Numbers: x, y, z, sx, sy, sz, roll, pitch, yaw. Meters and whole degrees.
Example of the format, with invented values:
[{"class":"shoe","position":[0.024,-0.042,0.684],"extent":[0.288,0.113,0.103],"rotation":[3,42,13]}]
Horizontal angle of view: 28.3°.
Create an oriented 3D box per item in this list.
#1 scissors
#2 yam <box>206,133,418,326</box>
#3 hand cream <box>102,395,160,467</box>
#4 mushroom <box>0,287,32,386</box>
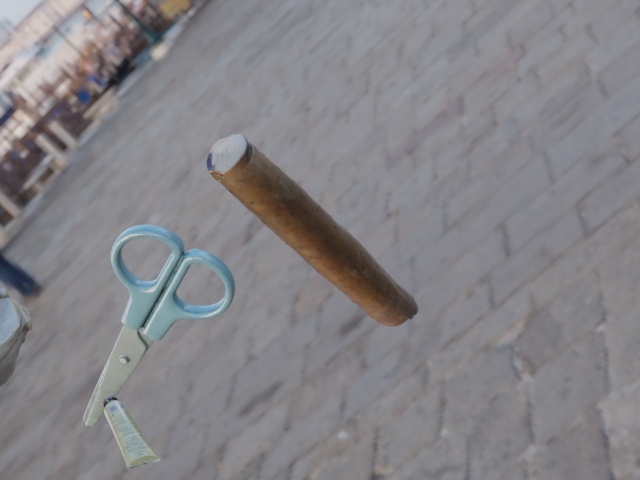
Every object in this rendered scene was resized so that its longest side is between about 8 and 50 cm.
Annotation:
[{"class":"scissors","position":[-0.287,0.155,1.961],"extent":[0.447,0.192,0.029],"rotation":[-57,9,37]},{"class":"yam","position":[0.000,0.000,1.088],"extent":[0.046,0.264,0.046],"rotation":[-26,42,26]},{"class":"hand cream","position":[-0.198,0.196,1.293],"extent":[0.102,0.035,0.022],"rotation":[50,138,43]},{"class":"mushroom","position":[-0.434,0.171,1.395],"extent":[0.109,0.097,0.351],"rotation":[-42,4,35]}]
